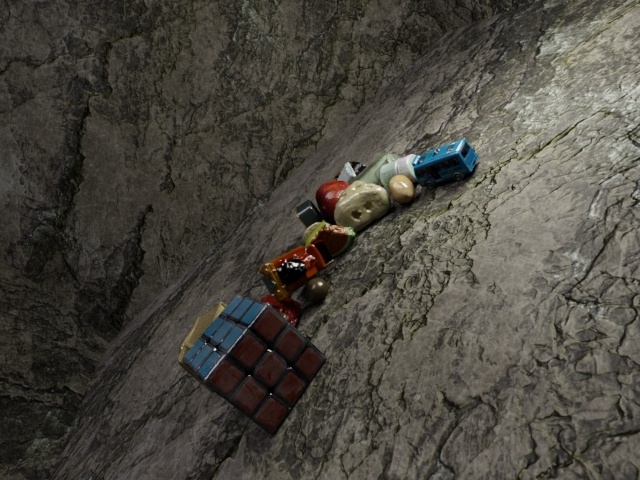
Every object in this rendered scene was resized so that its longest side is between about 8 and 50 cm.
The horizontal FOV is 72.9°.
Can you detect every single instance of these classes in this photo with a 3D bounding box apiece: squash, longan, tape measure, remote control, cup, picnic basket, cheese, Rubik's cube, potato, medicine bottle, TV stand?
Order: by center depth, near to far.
[{"bbox_3d":[-0.226,0.396,1.445,0.305,0.304,0.301,-50,22,-23],"label":"Rubik's cube"},{"bbox_3d":[-0.020,0.202,1.737,0.113,0.092,0.113,-38,17,14],"label":"longan"},{"bbox_3d":[-0.439,0.450,1.819,0.175,0.228,0.313,-34,22,17],"label":"picnic basket"},{"bbox_3d":[0.352,-0.219,1.867,0.112,0.112,0.147,-33,43,24],"label":"potato"},{"bbox_3d":[0.181,-0.151,1.965,0.248,0.173,0.251,-47,26,-14],"label":"cheese"},{"bbox_3d":[0.370,-0.309,1.976,0.168,0.135,0.135,-19,31,48],"label":"medicine bottle"},{"bbox_3d":[0.000,0.000,2.060,0.186,0.123,0.123,-46,21,-2],"label":"squash"},{"bbox_3d":[0.342,-0.348,2.152,0.141,0.120,0.120,-46,16,32],"label":"cup"},{"bbox_3d":[0.271,-0.342,2.278,0.269,0.088,0.083,-44,19,-1],"label":"TV stand"},{"bbox_3d":[0.101,-0.274,2.293,0.103,0.051,0.293,65,145,31],"label":"remote control"},{"bbox_3d":[0.164,-0.340,2.415,0.202,0.135,0.223,-55,20,-4],"label":"tape measure"}]

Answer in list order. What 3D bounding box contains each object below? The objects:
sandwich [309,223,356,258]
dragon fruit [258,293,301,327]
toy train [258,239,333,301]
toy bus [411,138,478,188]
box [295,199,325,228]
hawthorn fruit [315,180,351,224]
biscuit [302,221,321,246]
[{"bbox_3d":[0.044,0.005,1.941,0.235,0.159,0.079,-51,17,39],"label":"sandwich"},{"bbox_3d":[-0.205,0.317,1.769,0.205,0.152,0.317,-13,35,51],"label":"dragon fruit"},{"bbox_3d":[-0.092,0.113,1.812,0.232,0.163,0.369,-32,-2,27],"label":"toy train"},{"bbox_3d":[0.495,-0.308,1.751,0.246,0.134,0.113,-12,36,51],"label":"toy bus"},{"bbox_3d":[-0.034,-0.102,2.209,0.090,0.201,0.144,-35,21,10],"label":"box"},{"bbox_3d":[0.105,-0.208,2.159,0.266,0.210,0.230,-35,29,7],"label":"hawthorn fruit"},{"bbox_3d":[-0.025,-0.024,2.124,0.152,0.152,0.020,-45,47,-7],"label":"biscuit"}]
